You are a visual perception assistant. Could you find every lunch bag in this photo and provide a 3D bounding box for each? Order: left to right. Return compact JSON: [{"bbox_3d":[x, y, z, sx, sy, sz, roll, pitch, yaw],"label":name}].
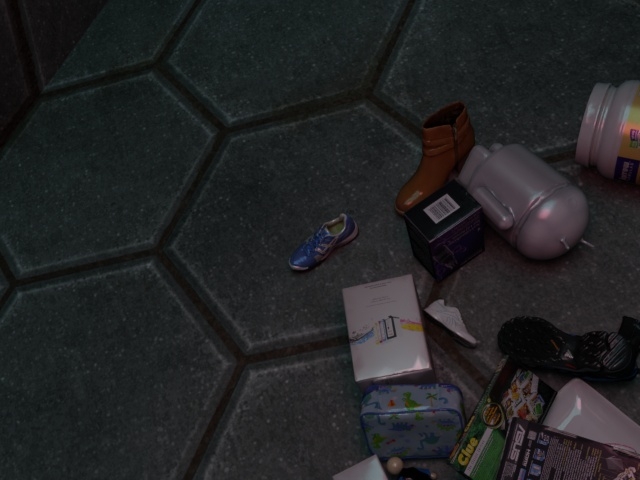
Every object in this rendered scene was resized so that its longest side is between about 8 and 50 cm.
[{"bbox_3d":[0.197,0.385,1.461,0.218,0.176,0.090,-7,35,15],"label":"lunch bag"}]

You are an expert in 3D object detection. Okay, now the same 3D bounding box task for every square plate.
[{"bbox_3d":[0.515,0.490,1.347,0.344,0.049,0.347,-39,47,-10],"label":"square plate"}]

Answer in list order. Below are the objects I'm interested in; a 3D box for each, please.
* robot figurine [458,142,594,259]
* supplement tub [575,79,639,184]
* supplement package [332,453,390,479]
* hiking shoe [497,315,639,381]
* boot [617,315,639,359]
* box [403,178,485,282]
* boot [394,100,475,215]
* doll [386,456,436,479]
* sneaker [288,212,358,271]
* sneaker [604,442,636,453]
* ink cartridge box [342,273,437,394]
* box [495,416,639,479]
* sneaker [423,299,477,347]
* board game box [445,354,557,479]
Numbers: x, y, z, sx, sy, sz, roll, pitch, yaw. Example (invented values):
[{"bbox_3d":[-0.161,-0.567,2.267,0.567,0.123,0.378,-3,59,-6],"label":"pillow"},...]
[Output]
[{"bbox_3d":[0.491,-0.093,1.652,0.299,0.200,0.353,-13,47,-34],"label":"robot figurine"},{"bbox_3d":[0.797,-0.244,1.632,0.331,0.241,0.241,16,65,25],"label":"supplement tub"},{"bbox_3d":[0.114,0.552,1.419,0.105,0.105,0.179,-27,56,0],"label":"supplement package"},{"bbox_3d":[0.523,0.248,1.487,0.304,0.132,0.113,9,65,48],"label":"hiking shoe"},{"bbox_3d":[0.652,0.209,1.511,0.121,0.045,0.099,27,71,23],"label":"boot"},{"bbox_3d":[0.300,-0.019,1.658,0.153,0.207,0.108,-35,56,-5],"label":"box"},{"bbox_3d":[0.286,-0.207,1.770,0.283,0.220,0.109,-36,56,-7],"label":"boot"},{"bbox_3d":[0.207,0.519,1.424,0.129,0.046,0.189,-11,45,-46],"label":"doll"},{"bbox_3d":[0.000,0.000,1.811,0.211,0.081,0.080,-38,58,-7],"label":"sneaker"},{"bbox_3d":[0.515,0.438,1.319,0.178,0.072,0.077,-18,53,26],"label":"sneaker"},{"bbox_3d":[0.159,0.229,1.567,0.168,0.171,0.233,-13,57,9],"label":"ink cartridge box"},{"bbox_3d":[0.441,0.545,1.209,0.318,0.097,0.395,7,73,42],"label":"box"},{"bbox_3d":[0.312,0.190,1.618,0.061,0.054,0.152,-41,56,-14],"label":"sneaker"},{"bbox_3d":[0.370,0.377,1.403,0.136,0.030,0.260,39,67,-5],"label":"board game box"}]
